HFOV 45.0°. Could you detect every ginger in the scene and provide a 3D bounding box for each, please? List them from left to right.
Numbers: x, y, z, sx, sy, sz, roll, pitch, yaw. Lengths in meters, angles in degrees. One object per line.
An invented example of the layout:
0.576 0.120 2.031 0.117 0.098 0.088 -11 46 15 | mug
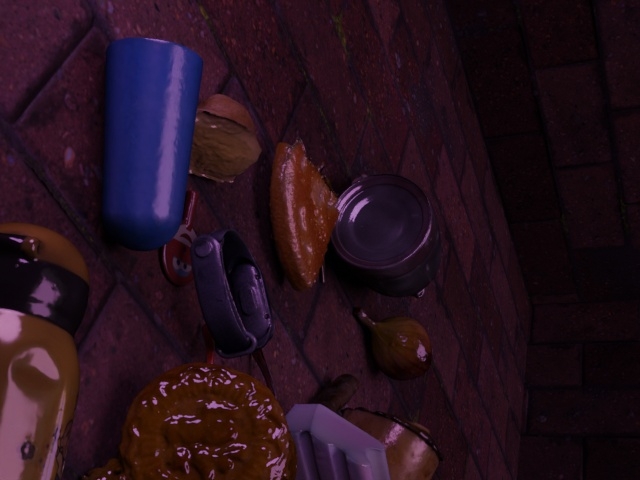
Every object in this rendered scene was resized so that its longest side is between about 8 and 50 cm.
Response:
-0.182 -0.185 1.227 0.193 0.115 0.122 20 46 -55 | ginger

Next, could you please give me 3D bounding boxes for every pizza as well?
-0.035 -0.057 1.509 0.229 0.081 0.289 -23 107 -58 | pizza

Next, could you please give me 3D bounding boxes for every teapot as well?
0.153 -0.014 1.798 0.315 0.233 0.312 67 6 30 | teapot

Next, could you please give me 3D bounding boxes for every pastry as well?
-0.150 0.294 1.030 0.235 0.240 0.132 -57 170 -24 | pastry

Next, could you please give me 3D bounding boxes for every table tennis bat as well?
-0.212 -0.005 1.199 0.098 0.019 0.154 41 52 -57 | table tennis bat

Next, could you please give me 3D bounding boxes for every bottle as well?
-0.318 0.150 0.752 0.171 0.171 0.351 46 44 -54 | bottle

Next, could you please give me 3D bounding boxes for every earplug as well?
-0.234 -0.121 1.049 0.132 0.132 0.273 20 71 -63 | earplug

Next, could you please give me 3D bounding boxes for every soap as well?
0.022 0.471 1.382 0.115 0.208 0.347 -38 119 -63 | soap

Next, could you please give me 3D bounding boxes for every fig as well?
0.180 0.225 1.861 0.160 0.143 0.230 -117 -177 -69 | fig

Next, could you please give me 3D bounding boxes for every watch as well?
-0.139 0.087 1.229 0.193 0.068 0.206 40 36 -66 | watch

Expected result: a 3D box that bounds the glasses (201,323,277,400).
-0.118 0.277 1.225 0.234 0.118 0.268 37 52 -56 | glasses

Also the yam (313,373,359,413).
0.008 0.341 1.554 0.253 0.061 0.061 -37 118 -60 | yam

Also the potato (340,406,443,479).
0.103 0.470 1.554 0.242 0.285 0.242 5 78 -25 | potato

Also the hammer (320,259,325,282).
0.000 0.000 1.655 0.062 0.017 0.182 0 86 -65 | hammer
